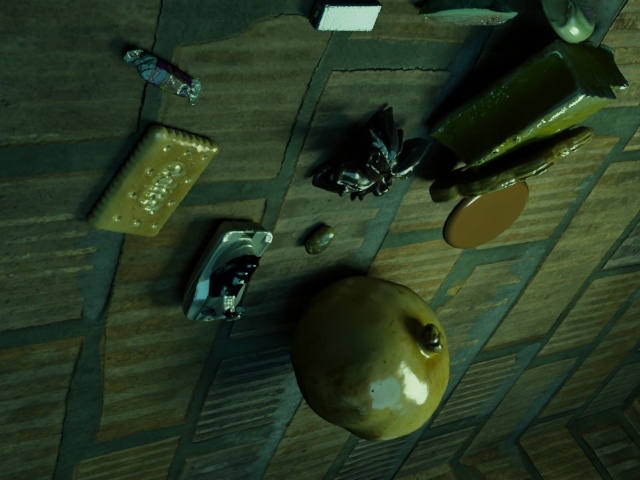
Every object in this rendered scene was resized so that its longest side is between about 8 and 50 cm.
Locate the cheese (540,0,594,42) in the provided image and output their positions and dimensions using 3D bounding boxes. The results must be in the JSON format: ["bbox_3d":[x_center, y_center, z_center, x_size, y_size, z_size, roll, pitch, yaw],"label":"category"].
[{"bbox_3d":[0.495,-0.450,1.755,0.064,0.137,0.227,-23,175,32],"label":"cheese"}]

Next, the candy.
[{"bbox_3d":[-0.251,-0.266,1.462,0.175,0.043,0.045,22,110,-50],"label":"candy"}]

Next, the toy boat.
[{"bbox_3d":[-0.196,0.085,1.885,0.140,0.141,0.269,2,120,-40],"label":"toy boat"}]

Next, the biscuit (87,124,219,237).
[{"bbox_3d":[-0.305,-0.101,1.643,0.160,0.030,0.250,13,127,-47],"label":"biscuit"}]

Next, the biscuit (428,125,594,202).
[{"bbox_3d":[0.414,-0.163,1.956,0.376,0.051,0.269,-20,-166,25],"label":"biscuit"}]

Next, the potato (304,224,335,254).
[{"bbox_3d":[0.000,0.000,2.007,0.083,0.040,0.051,-44,150,21],"label":"potato"}]

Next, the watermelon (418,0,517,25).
[{"bbox_3d":[0.264,-0.427,1.645,0.180,0.081,0.094,5,151,-21],"label":"watermelon"}]

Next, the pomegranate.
[{"bbox_3d":[0.136,0.284,2.162,0.411,0.411,0.411,-21,145,-15],"label":"pomegranate"}]

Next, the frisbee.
[{"bbox_3d":[0.424,-0.066,2.279,0.250,0.021,0.251,-22,145,-16],"label":"frisbee"}]

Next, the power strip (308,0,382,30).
[{"bbox_3d":[0.041,-0.390,1.541,0.123,0.032,0.056,-8,139,-31],"label":"power strip"}]

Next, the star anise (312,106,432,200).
[{"bbox_3d":[0.112,-0.156,1.829,0.282,0.129,0.212,-8,147,-44],"label":"star anise"}]

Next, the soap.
[{"bbox_3d":[0.443,-0.278,1.897,0.338,0.169,0.304,-33,165,37],"label":"soap"}]
